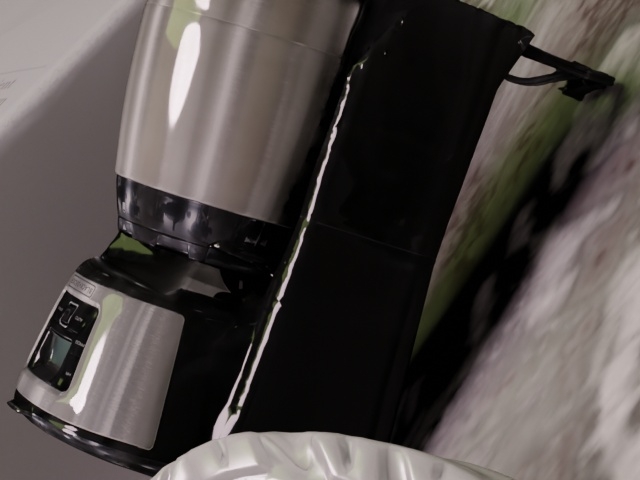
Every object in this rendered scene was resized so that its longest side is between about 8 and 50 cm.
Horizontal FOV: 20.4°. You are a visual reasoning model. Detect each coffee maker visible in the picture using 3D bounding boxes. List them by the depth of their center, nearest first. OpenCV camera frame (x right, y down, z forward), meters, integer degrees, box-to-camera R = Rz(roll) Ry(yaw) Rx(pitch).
[{"bbox_3d":[0.000,0.000,0.605,0.120,0.171,0.178,-131,58,-86],"label":"coffee maker"}]

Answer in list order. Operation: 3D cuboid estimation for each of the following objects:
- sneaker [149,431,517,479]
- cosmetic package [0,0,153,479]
[{"bbox_3d":[-0.015,0.109,0.454,0.232,0.115,0.090,-20,65,34],"label":"sneaker"},{"bbox_3d":[-0.183,0.061,0.760,0.453,0.161,0.230,-49,26,-24],"label":"cosmetic package"}]
